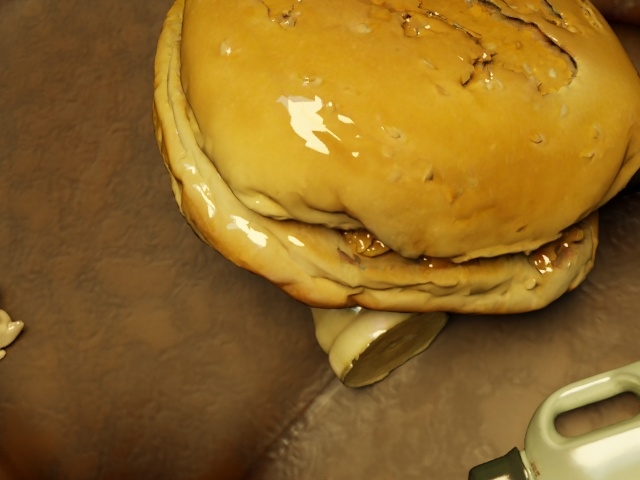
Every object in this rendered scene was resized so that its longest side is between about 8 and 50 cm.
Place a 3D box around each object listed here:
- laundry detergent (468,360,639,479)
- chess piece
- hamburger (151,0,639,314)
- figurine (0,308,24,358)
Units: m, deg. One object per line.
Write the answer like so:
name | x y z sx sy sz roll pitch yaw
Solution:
laundry detergent | 0.204 0.129 0.653 0.225 0.070 0.099 -20 76 8
chess piece | 0.000 0.000 0.737 0.090 0.090 0.200 -35 67 0
hamburger | 0.044 -0.096 0.667 0.304 0.174 0.284 1 46 -23
figurine | -0.276 0.075 0.809 0.083 0.047 0.050 -44 52 4
